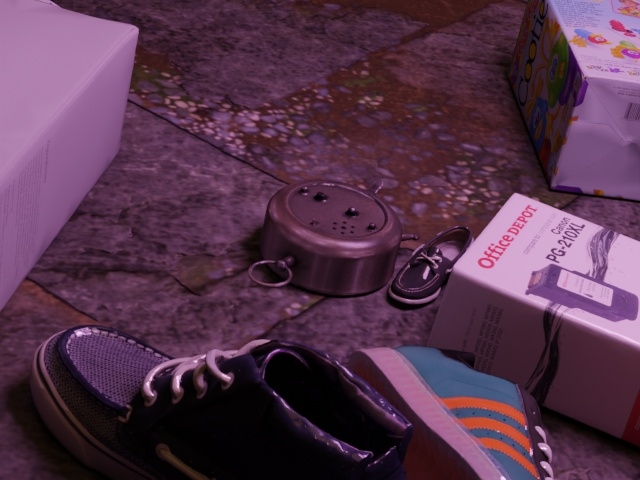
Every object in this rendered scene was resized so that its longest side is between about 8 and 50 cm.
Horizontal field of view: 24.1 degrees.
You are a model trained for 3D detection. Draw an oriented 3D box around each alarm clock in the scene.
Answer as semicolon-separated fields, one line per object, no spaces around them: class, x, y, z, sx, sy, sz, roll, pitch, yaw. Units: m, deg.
alarm clock;0.000;0.000;1.385;0.129;0.064;0.192;28;38;24

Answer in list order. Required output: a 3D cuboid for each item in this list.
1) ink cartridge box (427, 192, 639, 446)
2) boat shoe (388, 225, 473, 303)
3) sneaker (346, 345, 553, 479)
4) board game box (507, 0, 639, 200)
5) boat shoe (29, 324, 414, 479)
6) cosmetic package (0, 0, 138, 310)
ink cartridge box;0.236;0.070;1.314;0.237;0.100;0.172;23;32;16
boat shoe;0.106;0.022;1.404;0.046;0.038;0.125;30;35;26
sneaker;0.132;0.169;1.113;0.121;0.108;0.302;-9;36;-23
board game box;0.317;-0.177;1.698;0.144;0.142;0.275;7;32;-9
boat shoe;-0.072;0.116;1.077;0.340;0.158;0.127;31;36;26
cosmetic package;-0.325;-0.082;1.312;0.217;0.156;0.385;17;31;7
